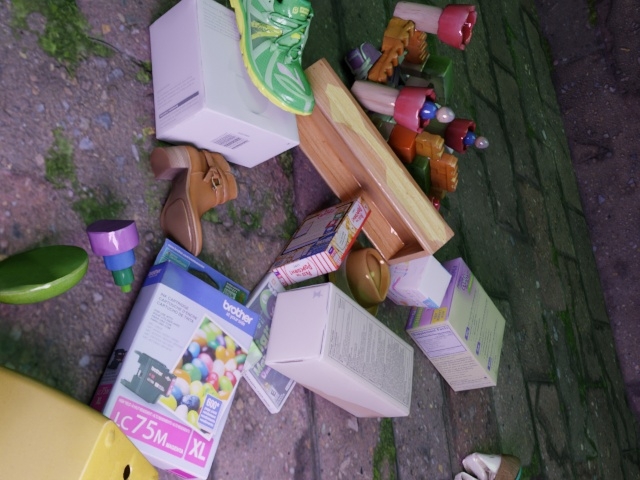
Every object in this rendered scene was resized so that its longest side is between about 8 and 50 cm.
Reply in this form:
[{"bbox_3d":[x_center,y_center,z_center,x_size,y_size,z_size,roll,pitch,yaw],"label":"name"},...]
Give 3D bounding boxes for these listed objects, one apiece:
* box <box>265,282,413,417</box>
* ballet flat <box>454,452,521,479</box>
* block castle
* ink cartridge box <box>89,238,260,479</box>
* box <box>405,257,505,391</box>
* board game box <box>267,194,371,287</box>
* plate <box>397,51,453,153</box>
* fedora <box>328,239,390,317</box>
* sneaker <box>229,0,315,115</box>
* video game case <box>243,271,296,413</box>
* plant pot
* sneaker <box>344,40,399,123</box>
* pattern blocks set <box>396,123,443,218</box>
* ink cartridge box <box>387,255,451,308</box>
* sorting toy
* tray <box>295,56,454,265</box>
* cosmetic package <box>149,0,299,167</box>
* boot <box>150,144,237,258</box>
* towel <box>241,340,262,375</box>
[{"bbox_3d":[0.046,0.211,1.219,0.311,0.121,0.148,42,47,-42],"label":"box"},{"bbox_3d":[0.367,0.574,1.531,0.124,0.116,0.342,49,41,4],"label":"ballet flat"},{"bbox_3d":[0.236,-0.258,1.436,0.303,0.212,0.453,-62,158,-19],"label":"block castle"},{"bbox_3d":[-0.200,0.165,0.970,0.185,0.065,0.311,37,52,-31],"label":"ink cartridge box"},{"bbox_3d":[0.339,0.209,1.634,0.243,0.117,0.214,51,41,-26],"label":"box"},{"bbox_3d":[0.000,0.000,1.267,0.045,0.146,0.193,55,39,-19],"label":"board game box"},{"bbox_3d":[0.277,-0.395,1.788,0.278,0.045,0.277,54,13,-26],"label":"plate"},{"bbox_3d":[0.094,0.078,1.410,0.194,0.079,0.195,25,56,-44],"label":"fedora"},{"bbox_3d":[-0.071,-0.356,1.127,0.109,0.123,0.296,-16,87,-54],"label":"sneaker"},{"bbox_3d":[-0.086,0.178,1.180,0.173,0.022,0.190,57,38,-17],"label":"video game case"},{"bbox_3d":[-0.293,0.263,0.669,0.212,0.187,0.212,74,25,-46],"label":"plant pot"},{"bbox_3d":[0.116,-0.385,1.645,0.161,0.102,0.282,37,37,-32],"label":"sneaker"},{"bbox_3d":[0.247,-0.178,1.768,0.285,0.026,0.325,27,54,-44],"label":"pattern blocks set"},{"bbox_3d":[0.204,0.091,1.505,0.092,0.143,0.090,40,63,-35],"label":"ink cartridge box"},{"bbox_3d":[-0.358,0.095,0.821,0.365,0.127,0.126,-39,129,-50],"label":"sorting toy"},{"bbox_3d":[0.077,-0.142,1.315,0.076,0.203,0.411,-40,95,-19],"label":"tray"},{"bbox_3d":[-0.171,-0.276,1.180,0.224,0.138,0.225,13,65,-49],"label":"cosmetic package"},{"bbox_3d":[-0.196,-0.067,1.113,0.152,0.072,0.197,-5,81,-57],"label":"boot"},{"bbox_3d":[-0.166,0.183,1.050,0.152,0.023,0.113,-38,105,-41],"label":"towel"}]
